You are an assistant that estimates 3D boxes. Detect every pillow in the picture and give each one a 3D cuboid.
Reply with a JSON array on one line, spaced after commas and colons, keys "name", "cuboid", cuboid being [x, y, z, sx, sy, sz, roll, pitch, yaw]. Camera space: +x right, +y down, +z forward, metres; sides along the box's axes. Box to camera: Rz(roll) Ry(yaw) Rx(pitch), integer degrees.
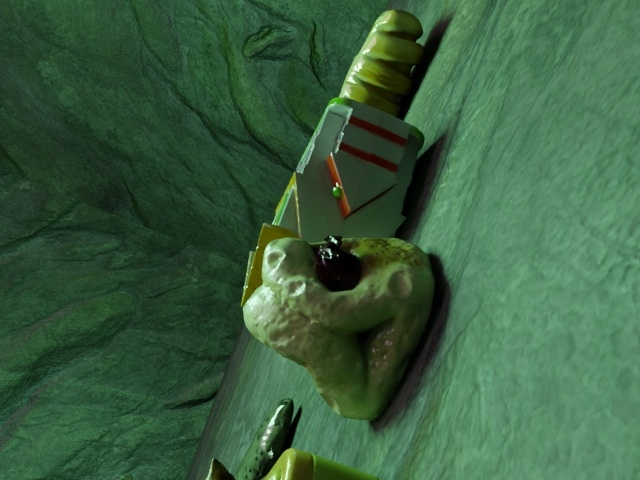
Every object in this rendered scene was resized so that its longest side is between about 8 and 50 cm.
[{"name": "pillow", "cuboid": [-0.099, 0.356, 0.817, 0.241, 0.051, 0.093, -62, 9, 19]}]

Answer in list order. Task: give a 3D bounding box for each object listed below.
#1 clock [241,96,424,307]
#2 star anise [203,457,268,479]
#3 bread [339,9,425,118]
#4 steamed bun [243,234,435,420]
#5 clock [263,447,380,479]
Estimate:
[{"name": "clock", "cuboid": [0.000, 0.000, 0.712, 0.235, 0.166, 0.309, 132, 157, -70]}, {"name": "star anise", "cuboid": [-0.132, 0.403, 0.698, 0.212, 0.111, 0.195, -40, 33, 58]}, {"name": "bread", "cuboid": [0.098, -0.272, 0.991, 0.172, 0.121, 0.311, -78, 12, -70]}, {"name": "steamed bun", "cuboid": [0.008, 0.065, 0.509, 0.140, 0.156, 0.172, -94, 27, -72]}, {"name": "clock", "cuboid": [-0.030, 0.273, 0.408, 0.143, 0.096, 0.202, -83, 16, -53]}]
